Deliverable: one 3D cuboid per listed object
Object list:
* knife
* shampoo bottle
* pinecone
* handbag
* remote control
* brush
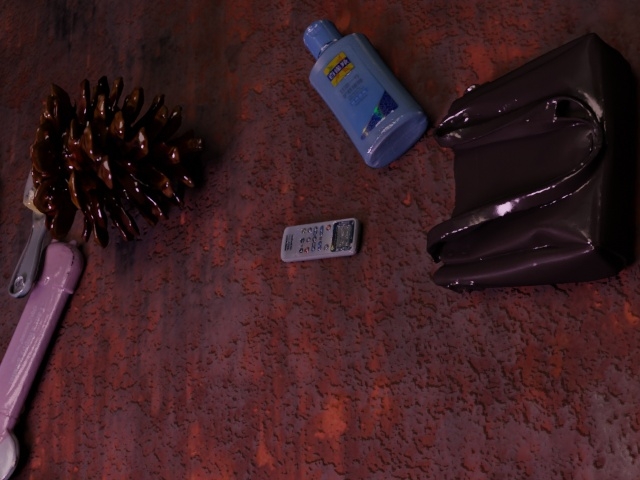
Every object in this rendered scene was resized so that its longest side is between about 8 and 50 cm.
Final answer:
[{"bbox_3d":[-0.447,0.180,1.909,0.132,0.038,0.398,9,72,30],"label":"knife"},{"bbox_3d":[0.049,-0.212,1.706,0.104,0.061,0.258,-43,49,12],"label":"shampoo bottle"},{"bbox_3d":[-0.298,-0.119,1.813,0.264,0.264,0.264,-17,59,31],"label":"pinecone"},{"bbox_3d":[0.240,-0.083,1.469,0.257,0.113,0.285,-15,61,40],"label":"handbag"},{"bbox_3d":[0.000,0.000,1.669,0.124,0.018,0.053,-6,66,36],"label":"remote control"},{"bbox_3d":[-0.449,-0.048,1.979,0.068,0.060,0.297,-15,50,36],"label":"brush"}]
